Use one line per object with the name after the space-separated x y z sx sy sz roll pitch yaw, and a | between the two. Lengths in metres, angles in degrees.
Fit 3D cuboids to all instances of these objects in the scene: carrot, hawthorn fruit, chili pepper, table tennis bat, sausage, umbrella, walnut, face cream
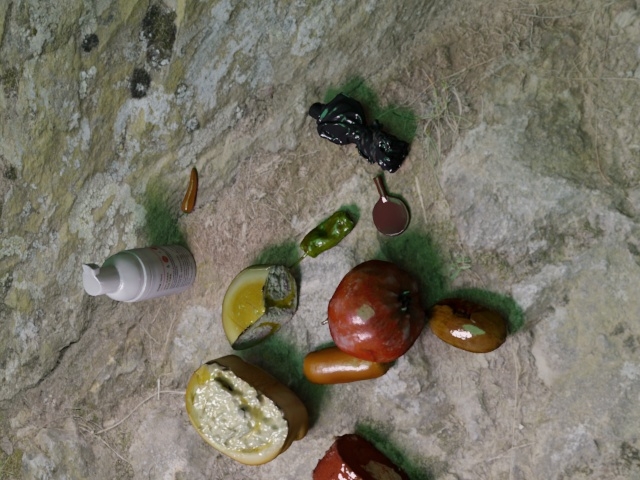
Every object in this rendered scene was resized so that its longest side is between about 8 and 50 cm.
-0.369 -0.136 2.039 0.035 0.035 0.142 15 94 26 | carrot
0.106 0.177 1.710 0.272 0.242 0.242 -26 82 39 | hawthorn fruit
-0.002 -0.002 1.831 0.204 0.073 0.072 -37 59 14 | chili pepper
0.164 -0.085 1.763 0.098 0.019 0.154 -21 87 29 | table tennis bat
0.058 0.313 1.817 0.238 0.098 0.098 -12 89 28 | sausage
0.088 -0.265 1.741 0.272 0.110 0.122 34 145 23 | umbrella
0.331 0.193 1.653 0.207 0.116 0.115 14 101 34 | walnut
-0.507 0.094 1.940 0.145 0.370 0.145 2 95 29 | face cream

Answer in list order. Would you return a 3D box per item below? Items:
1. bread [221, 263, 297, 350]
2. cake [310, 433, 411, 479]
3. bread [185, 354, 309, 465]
-0.164 0.156 1.896 0.260 0.158 0.156 -45 64 25 | bread
0.108 0.613 1.768 0.283 0.177 0.151 42 112 17 | cake
-0.194 0.445 1.865 0.316 0.270 0.211 35 95 13 | bread
